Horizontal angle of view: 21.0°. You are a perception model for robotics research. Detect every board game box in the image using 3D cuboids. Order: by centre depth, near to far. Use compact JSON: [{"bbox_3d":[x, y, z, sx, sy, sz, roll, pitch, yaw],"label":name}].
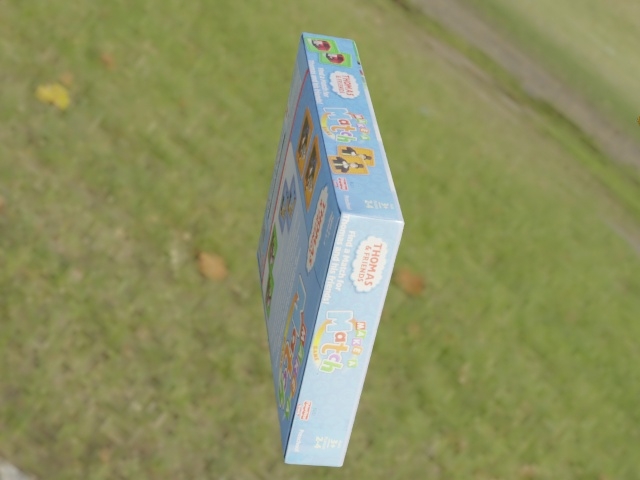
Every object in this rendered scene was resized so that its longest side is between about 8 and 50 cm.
[{"bbox_3d":[0.000,0.000,0.981,0.039,0.160,0.211,7,31,-10],"label":"board game box"}]

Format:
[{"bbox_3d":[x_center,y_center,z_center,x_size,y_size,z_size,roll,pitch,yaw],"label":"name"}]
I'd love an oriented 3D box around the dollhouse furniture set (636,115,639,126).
[{"bbox_3d":[0.276,-0.054,1.146,0.152,0.076,0.058,29,45,16],"label":"dollhouse furniture set"}]
